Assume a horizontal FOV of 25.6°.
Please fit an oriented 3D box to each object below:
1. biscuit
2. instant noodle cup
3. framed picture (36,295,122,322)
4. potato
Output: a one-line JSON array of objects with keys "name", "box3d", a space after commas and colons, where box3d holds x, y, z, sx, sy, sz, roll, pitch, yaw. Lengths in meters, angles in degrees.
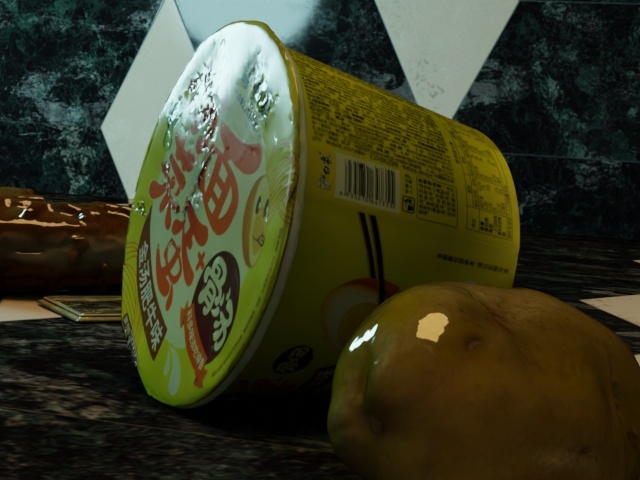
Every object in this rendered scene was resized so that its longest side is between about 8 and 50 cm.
[{"name": "biscuit", "box3d": [-0.381, -0.002, 1.720, 0.268, 0.115, 0.366, -2, 6, -43]}, {"name": "instant noodle cup", "box3d": [0.000, 0.000, 1.129, 0.221, 0.311, 0.311, 12, 0, -28]}, {"name": "framed picture", "box3d": [-0.204, 0.073, 1.551, 0.183, 0.011, 0.142, 1, 6, -28]}, {"name": "potato", "box3d": [0.095, 0.095, 0.806, 0.200, 0.137, 0.154, 1, 6, -41]}]
